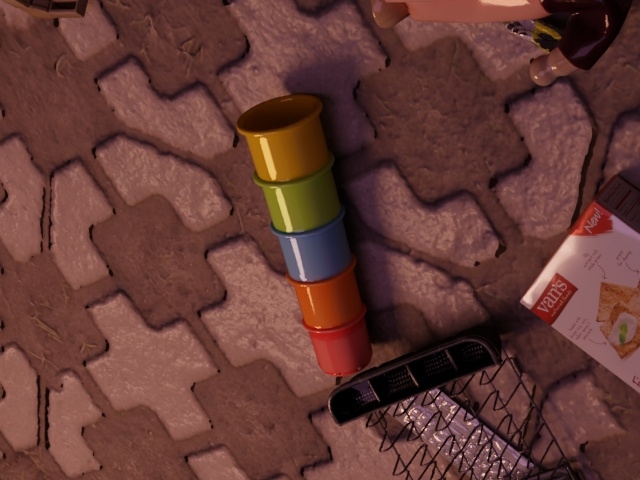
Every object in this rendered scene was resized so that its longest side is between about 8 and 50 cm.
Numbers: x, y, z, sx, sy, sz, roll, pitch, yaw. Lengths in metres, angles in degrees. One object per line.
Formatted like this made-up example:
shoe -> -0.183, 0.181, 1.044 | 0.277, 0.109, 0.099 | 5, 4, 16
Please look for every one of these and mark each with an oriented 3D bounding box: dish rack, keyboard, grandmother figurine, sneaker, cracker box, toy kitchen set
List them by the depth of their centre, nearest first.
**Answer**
grandmother figurine -> 0.208, -0.242, 1.435 | 0.342, 0.104, 0.208 | 3, 113, 33
sneaker -> 0.204, -0.198, 1.512 | 0.031, 0.035, 0.083 | -50, 60, 10
cracker box -> 0.333, 0.067, 1.565 | 0.232, 0.067, 0.156 | 38, 131, 9
dish rack -> 0.160, 0.233, 1.752 | 0.208, 0.074, 0.271 | -24, 102, 28
toy kitchen set -> -0.310, -0.294, 1.774 | 0.075, 0.083, 0.068 | 4, 78, 31
keyboard -> 0.172, 0.234, 1.809 | 0.256, 0.014, 0.072 | 38, 131, 8

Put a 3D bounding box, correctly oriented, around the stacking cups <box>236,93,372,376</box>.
stacking cups -> 0.000, 0.000, 1.738 | 0.096, 0.096, 0.316 | 0, 121, 34
